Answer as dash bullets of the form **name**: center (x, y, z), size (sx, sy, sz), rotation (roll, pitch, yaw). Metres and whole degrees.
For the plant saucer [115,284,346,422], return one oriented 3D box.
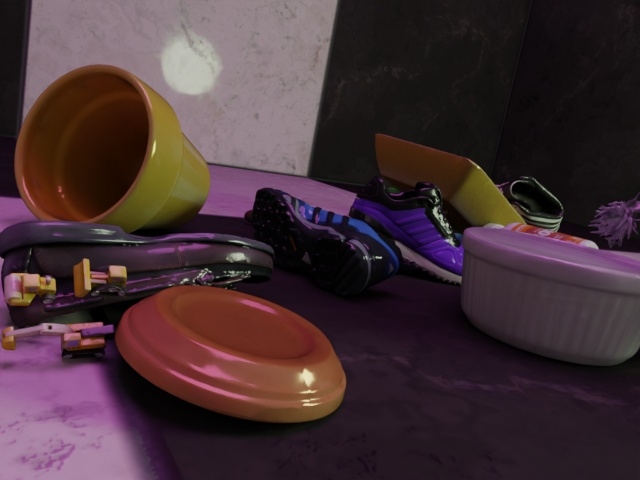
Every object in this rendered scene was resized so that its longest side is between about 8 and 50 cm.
- **plant saucer**: center (-0.069, 0.085, 0.472), size (0.200, 0.037, 0.200), rotation (18, 8, -3)

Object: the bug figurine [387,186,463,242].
- **bug figurine**: center (0.246, -0.034, 1.244), size (0.216, 0.072, 0.279), rotation (42, -1, -23)

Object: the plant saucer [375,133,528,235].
- **plant saucer**: center (0.292, -0.093, 1.269), size (0.332, 0.081, 0.333), rotation (37, -2, -37)

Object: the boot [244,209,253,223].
- **boot**: center (-0.128, -0.036, 1.164), size (0.106, 0.037, 0.114), rotation (10, 15, 10)

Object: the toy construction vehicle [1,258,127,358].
- **toy construction vehicle**: center (-0.208, 0.052, 0.459), size (0.098, 0.035, 0.086), rotation (6, 53, -31)

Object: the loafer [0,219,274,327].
- **loafer**: center (-0.177, 0.044, 0.590), size (0.302, 0.095, 0.109), rotation (6, -21, -43)

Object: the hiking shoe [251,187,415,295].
- **hiking shoe**: center (0.000, 0.000, 0.892), size (0.132, 0.113, 0.304), rotation (-3, 27, -41)

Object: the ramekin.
- **ramekin**: center (0.322, 0.072, 0.763), size (0.273, 0.127, 0.273), rotation (9, 10, -2)

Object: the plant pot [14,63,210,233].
- **plant pot**: center (-0.312, -0.120, 0.907), size (0.254, 0.254, 0.239), rotation (14, -5, 19)

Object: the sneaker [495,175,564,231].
- **sneaker**: center (0.439, -0.118, 1.509), size (0.447, 0.169, 0.257), rotation (14, -24, 11)

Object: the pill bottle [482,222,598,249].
- **pill bottle**: center (0.415, 0.033, 1.080), size (0.121, 0.121, 0.216), rotation (1, 14, -41)

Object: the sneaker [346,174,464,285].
- **sneaker**: center (0.197, -0.027, 1.011), size (0.293, 0.146, 0.102), rotation (25, 11, -6)

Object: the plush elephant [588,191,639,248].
- **plush elephant**: center (0.589, 0.017, 0.763), size (0.330, 0.255, 0.272), rotation (-18, -35, 14)
